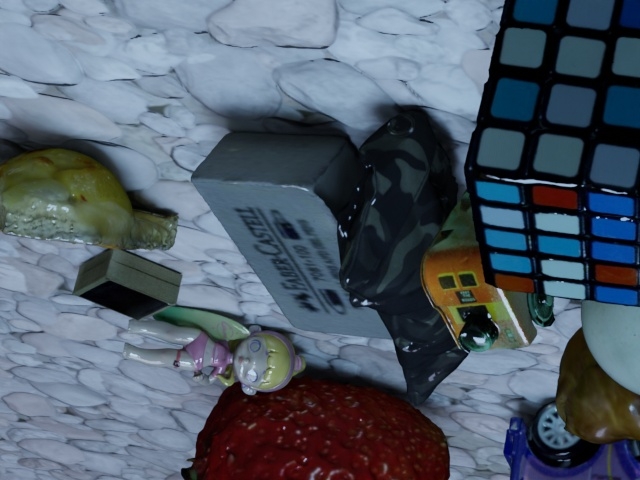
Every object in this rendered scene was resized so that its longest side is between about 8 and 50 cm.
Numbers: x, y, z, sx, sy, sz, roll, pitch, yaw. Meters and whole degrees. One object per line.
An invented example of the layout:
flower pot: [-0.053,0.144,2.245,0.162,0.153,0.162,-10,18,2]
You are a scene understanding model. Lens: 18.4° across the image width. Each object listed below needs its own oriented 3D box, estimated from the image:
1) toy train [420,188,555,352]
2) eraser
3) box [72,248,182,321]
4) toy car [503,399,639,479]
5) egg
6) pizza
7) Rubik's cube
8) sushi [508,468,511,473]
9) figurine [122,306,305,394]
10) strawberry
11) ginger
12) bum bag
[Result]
toy train: [0.147,0.005,1.494,0.072,0.188,0.099,-4,123,36]
eraser: [0.000,0.001,1.674,0.111,0.077,0.352,3,156,18]
box: [-0.186,0.044,1.917,0.083,0.035,0.079,24,154,-24]
toy car: [0.303,0.270,2.043,0.235,0.158,0.172,4,156,18]
egg: [0.301,0.051,1.547,0.209,0.151,0.151,-13,147,44]
pizza: [-0.207,-0.036,1.706,0.204,0.081,0.188,9,-178,-19]
Rubik's cube: [0.203,-0.072,1.272,0.184,0.187,0.182,9,158,13]
sushi: [0.329,0.323,2.305,0.210,0.040,0.193,5,156,16]
figurine: [-0.105,0.112,1.999,0.187,0.083,0.083,7,157,-5]
strawberry: [-0.001,0.252,2.064,0.276,0.257,0.257,-19,159,-10]
ginger: [0.364,0.142,1.692,0.321,0.172,0.165,24,180,11]
bum bag: [0.083,0.026,1.608,0.095,0.144,0.340,17,160,22]
